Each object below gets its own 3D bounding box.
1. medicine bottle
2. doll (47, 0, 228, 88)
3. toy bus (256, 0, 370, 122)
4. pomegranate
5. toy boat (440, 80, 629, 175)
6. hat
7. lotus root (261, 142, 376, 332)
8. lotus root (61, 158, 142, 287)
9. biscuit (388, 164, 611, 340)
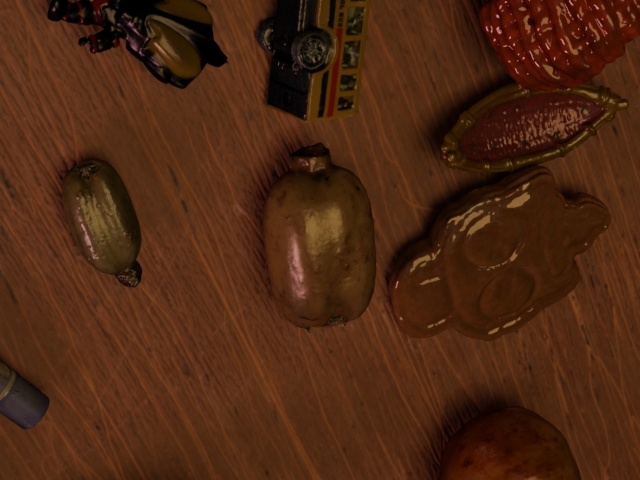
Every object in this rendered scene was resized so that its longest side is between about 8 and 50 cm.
[{"bbox_3d":[-0.466,0.169,1.869,0.059,0.059,0.231,-48,119,-2],"label":"medicine bottle"},{"bbox_3d":[-0.227,-0.279,1.802,0.248,0.088,0.127,27,96,-25],"label":"doll"},{"bbox_3d":[0.000,-0.333,1.866,0.123,0.121,0.336,-4,110,-32],"label":"toy bus"},{"bbox_3d":[0.302,0.385,2.196,0.248,0.248,0.248,-8,111,-21],"label":"pomegranate"},{"bbox_3d":[0.303,-0.170,2.071,0.318,0.099,0.141,-17,118,-21],"label":"toy boat"},{"bbox_3d":[0.297,-0.409,1.912,0.285,0.285,0.400,-40,100,-6],"label":"hat"},{"bbox_3d":[0.000,0.000,1.969,0.160,0.146,0.284,-20,113,-36],"label":"lotus root"},{"bbox_3d":[-0.289,-0.020,1.869,0.090,0.077,0.183,-23,113,-7],"label":"lotus root"},{"bbox_3d":[0.281,0.033,2.133,0.376,0.051,0.269,-25,126,-8],"label":"biscuit"}]
